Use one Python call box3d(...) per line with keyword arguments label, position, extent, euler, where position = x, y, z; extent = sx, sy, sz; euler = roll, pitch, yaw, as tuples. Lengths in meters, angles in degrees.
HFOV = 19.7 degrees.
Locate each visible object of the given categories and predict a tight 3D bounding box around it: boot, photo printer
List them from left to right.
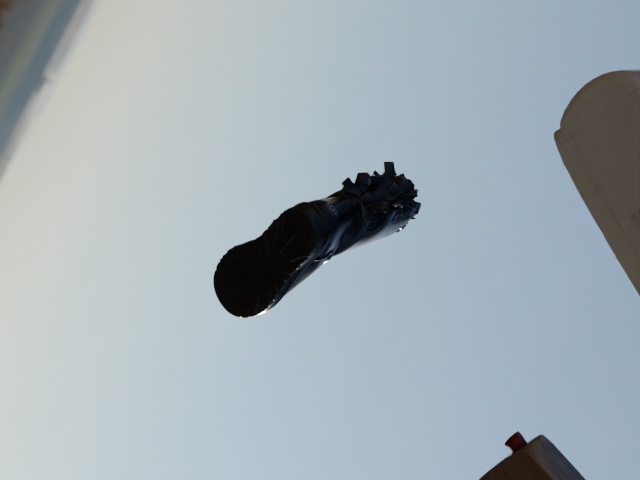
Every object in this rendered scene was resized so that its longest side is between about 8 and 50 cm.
box3d(label="boot", position=(0.000, 0.000, 1.145), extent=(0.099, 0.045, 0.121), euler=(-22, 166, -44))
box3d(label="photo printer", position=(0.319, -0.014, 1.331), extent=(0.107, 0.256, 0.307), euler=(-37, 166, 31))

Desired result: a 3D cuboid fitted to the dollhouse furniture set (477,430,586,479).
box3d(label="dollhouse furniture set", position=(0.026, 0.176, 0.563), extent=(0.129, 0.129, 0.183), euler=(-29, 163, -44))
